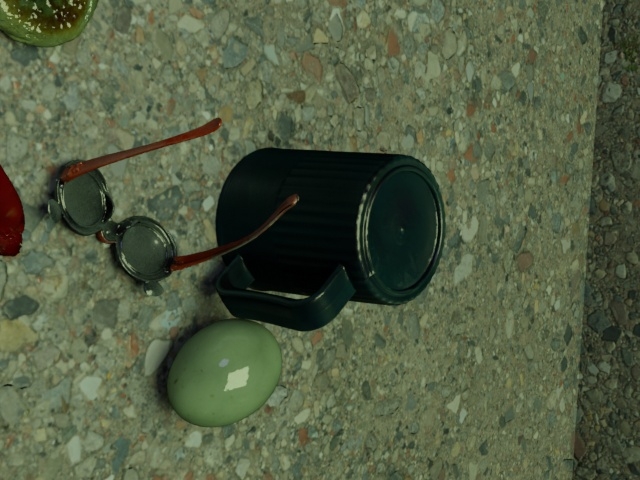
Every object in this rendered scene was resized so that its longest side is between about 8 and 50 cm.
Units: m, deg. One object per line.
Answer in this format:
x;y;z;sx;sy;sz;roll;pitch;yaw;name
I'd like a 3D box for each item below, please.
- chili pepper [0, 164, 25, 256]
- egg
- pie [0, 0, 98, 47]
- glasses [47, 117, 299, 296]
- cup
-0.442;-0.104;0.944;0.110;0.110;0.387;-61;147;-23;chili pepper
-0.144;0.200;1.283;0.192;0.149;0.149;-36;120;-32;egg
-0.359;-0.338;1.071;0.186;0.041;0.187;-7;99;-46;pie
-0.196;-0.041;1.125;0.234;0.268;0.118;47;42;-38;glasses
0.001;-0.019;1.314;0.307;0.292;0.242;-15;106;-47;cup
